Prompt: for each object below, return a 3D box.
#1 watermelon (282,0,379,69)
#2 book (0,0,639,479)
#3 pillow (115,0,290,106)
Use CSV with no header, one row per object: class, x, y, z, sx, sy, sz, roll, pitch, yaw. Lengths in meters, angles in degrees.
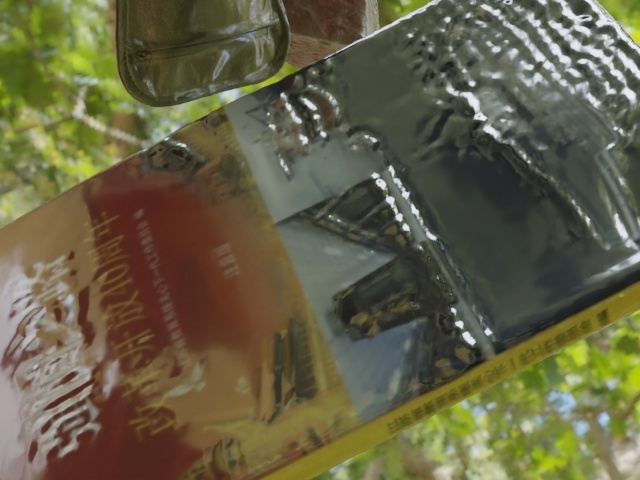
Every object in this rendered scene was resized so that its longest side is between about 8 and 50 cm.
watermelon,-0.031,-0.231,1.296,0.201,0.261,0.213,57,2,4
book,0.000,0.000,0.653,0.028,0.374,0.262,61,3,-41
pillow,-0.084,-0.197,0.825,0.033,0.130,0.218,15,-61,53
